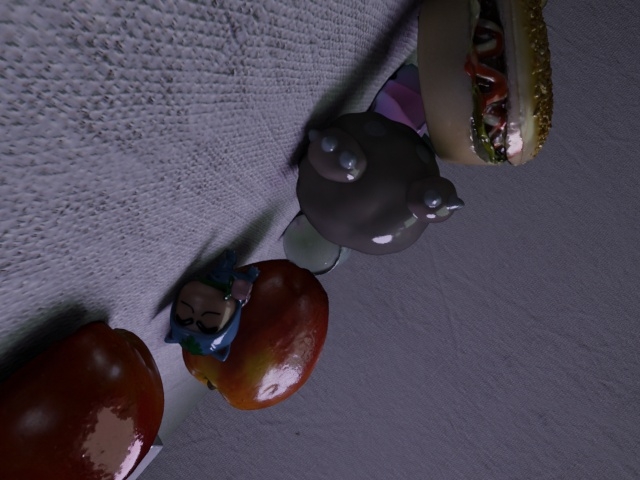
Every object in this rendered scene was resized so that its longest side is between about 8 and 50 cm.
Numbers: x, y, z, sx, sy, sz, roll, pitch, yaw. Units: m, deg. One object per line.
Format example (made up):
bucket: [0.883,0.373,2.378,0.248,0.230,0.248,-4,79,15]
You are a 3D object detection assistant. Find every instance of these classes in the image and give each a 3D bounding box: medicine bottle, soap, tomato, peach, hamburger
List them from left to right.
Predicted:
tomato: [-0.241,0.189,0.570,0.200,0.139,0.233,-43,175,-8]
peach: [-0.106,0.159,1.024,0.281,0.238,0.281,-50,163,-21]
medicine bottle: [0.000,0.000,1.332,0.147,0.147,0.143,-52,172,20]
soap: [0.137,-0.211,1.192,0.193,0.109,0.324,-48,174,-25]
hamburger: [0.244,-0.244,0.840,0.302,0.170,0.302,-4,90,-69]

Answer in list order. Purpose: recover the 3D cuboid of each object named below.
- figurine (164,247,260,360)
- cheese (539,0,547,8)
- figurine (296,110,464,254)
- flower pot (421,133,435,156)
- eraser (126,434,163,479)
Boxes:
figurine: [-0.151,0.078,0.846,0.178,0.114,0.144,-62,178,-45]
cheese: [0.357,-0.470,1.174,0.259,0.128,0.316,-44,173,27]
figurine: [0.057,-0.083,0.948,0.203,0.248,0.380,-64,-169,-5]
flower pot: [0.225,-0.221,1.658,0.189,0.157,0.243,-48,174,-38]
eraser: [-0.370,0.359,0.703,0.397,0.082,0.213,-50,-145,-10]
